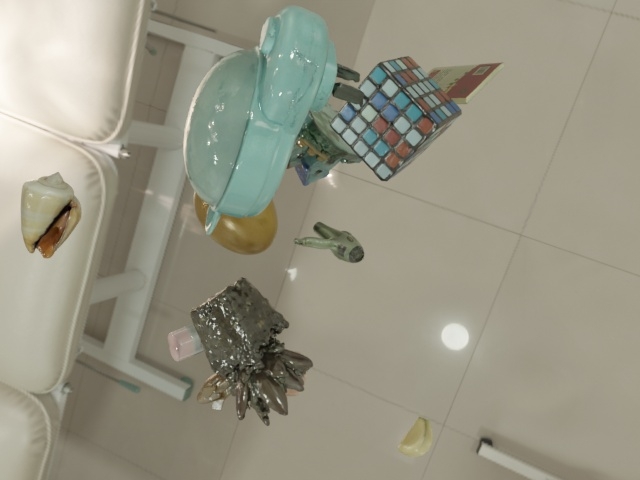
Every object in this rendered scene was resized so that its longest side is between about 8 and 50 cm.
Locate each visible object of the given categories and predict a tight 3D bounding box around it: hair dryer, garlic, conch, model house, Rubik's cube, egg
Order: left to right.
[{"bbox_3d":[-0.736,-0.080,1.425,0.158,0.127,0.255,23,123,-24],"label":"conch"},{"bbox_3d":[-0.276,-0.096,1.746,0.250,0.250,0.323,-28,110,16],"label":"egg"},{"bbox_3d":[-0.074,-0.329,1.904,0.329,0.294,0.252,-32,73,27],"label":"model house"},{"bbox_3d":[0.004,-0.008,1.599,0.224,0.219,0.089,12,105,-19],"label":"hair dryer"},{"bbox_3d":[0.167,-0.268,1.150,0.187,0.184,0.182,47,126,2],"label":"Rubik's cube"},{"bbox_3d":[0.187,0.382,1.005,0.041,0.053,0.083,33,89,-32],"label":"garlic"}]

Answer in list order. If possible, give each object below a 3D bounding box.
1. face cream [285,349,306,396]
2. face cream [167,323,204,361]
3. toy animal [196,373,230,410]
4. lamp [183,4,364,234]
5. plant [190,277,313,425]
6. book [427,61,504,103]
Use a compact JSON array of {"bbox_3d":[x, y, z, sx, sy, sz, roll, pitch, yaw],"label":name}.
[{"bbox_3d":[-0.127,0.432,1.716,0.104,0.149,0.149,11,102,-30],"label":"face cream"},{"bbox_3d":[-0.331,0.269,1.476,0.057,0.198,0.084,-10,93,43],"label":"face cream"},{"bbox_3d":[-0.299,0.434,1.608,0.188,0.179,0.089,-35,98,0],"label":"toy animal"},{"bbox_3d":[-0.079,-0.148,0.639,0.284,0.147,0.210,-35,43,32],"label":"lamp"},{"bbox_3d":[-0.159,0.258,1.207,0.181,0.194,0.321,-33,92,40],"label":"plant"},{"bbox_3d":[0.332,-0.403,1.354,0.162,0.231,0.022,-44,122,-19],"label":"book"}]
